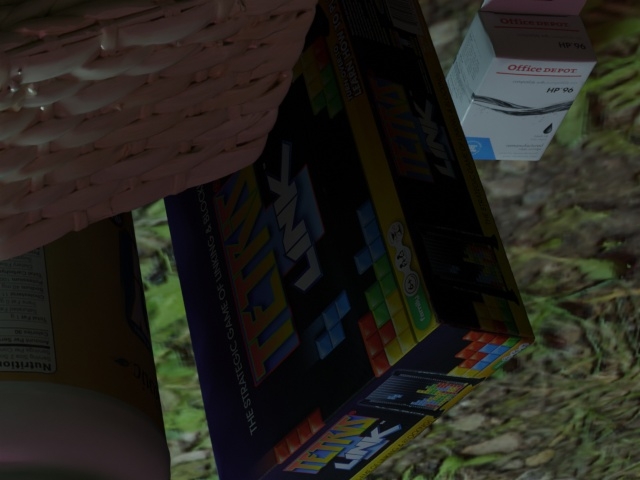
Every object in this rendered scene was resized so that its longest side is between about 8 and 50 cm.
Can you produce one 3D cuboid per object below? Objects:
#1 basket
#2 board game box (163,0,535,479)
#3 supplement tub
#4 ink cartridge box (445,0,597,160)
[{"bbox_3d":[-0.095,-0.065,0.467,0.167,0.103,0.113,-22,153,-31],"label":"basket"},{"bbox_3d":[0.000,0.000,0.583,0.048,0.170,0.141,12,138,-35],"label":"board game box"},{"bbox_3d":[-0.137,0.055,0.590,0.144,0.199,0.144,-9,146,-6],"label":"supplement tub"},{"bbox_3d":[0.084,-0.070,0.636,0.048,0.028,0.083,-1,144,-18],"label":"ink cartridge box"}]
